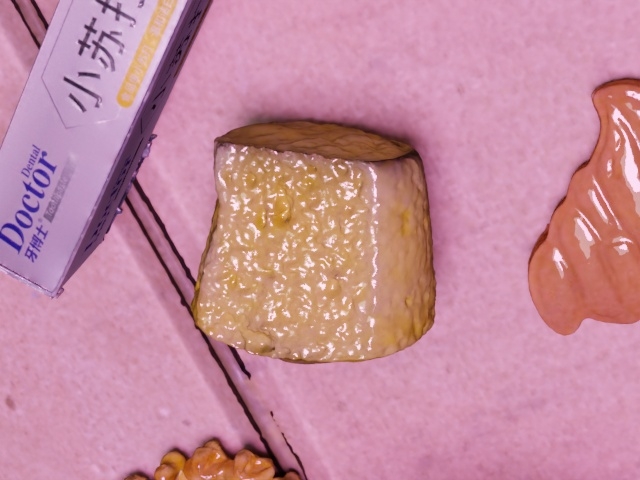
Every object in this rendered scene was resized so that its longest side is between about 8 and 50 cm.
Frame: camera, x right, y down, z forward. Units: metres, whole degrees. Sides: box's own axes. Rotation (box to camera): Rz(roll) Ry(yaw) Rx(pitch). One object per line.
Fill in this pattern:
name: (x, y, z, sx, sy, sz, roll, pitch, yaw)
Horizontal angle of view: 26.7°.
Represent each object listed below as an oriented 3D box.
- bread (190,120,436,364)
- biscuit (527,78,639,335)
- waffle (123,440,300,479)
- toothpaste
bread: (0.000, 0.000, 0.702, 0.129, 0.111, 0.114, 7, 109, 16)
biscuit: (0.207, -0.027, 0.676, 0.250, 0.035, 0.162, -39, 101, 24)
waffle: (-0.058, 0.212, 0.845, 0.191, 0.038, 0.191, 6, 114, 14)
toothpaste: (-0.097, -0.119, 0.694, 0.071, 0.089, 0.313, 28, 116, -2)
